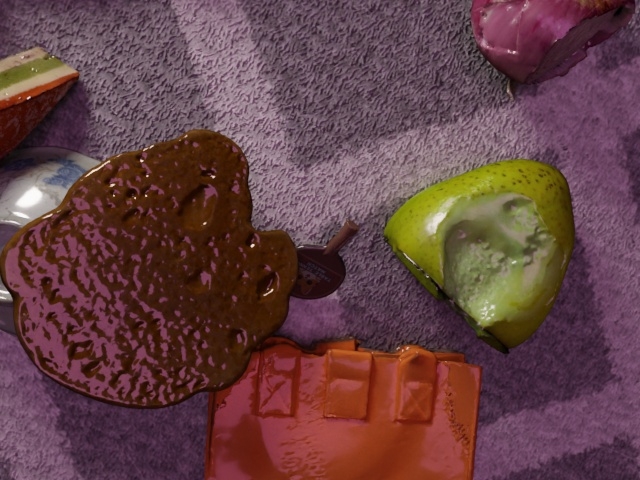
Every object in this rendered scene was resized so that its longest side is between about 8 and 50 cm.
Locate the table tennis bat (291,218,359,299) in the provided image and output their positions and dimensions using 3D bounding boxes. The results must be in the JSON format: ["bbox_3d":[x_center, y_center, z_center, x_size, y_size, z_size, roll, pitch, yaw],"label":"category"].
[{"bbox_3d":[0.000,0.000,0.871,0.107,0.119,0.170,28,124,-22],"label":"table tennis bat"}]

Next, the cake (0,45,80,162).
[{"bbox_3d":[-0.434,-0.191,0.735,0.086,0.117,0.220,35,74,0],"label":"cake"}]

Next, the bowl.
[{"bbox_3d":[-0.411,0.019,0.783,0.313,0.146,0.313,0,96,-3],"label":"bowl"}]

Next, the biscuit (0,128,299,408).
[{"bbox_3d":[-0.204,0.032,0.738,0.359,0.074,0.381,30,74,-18],"label":"biscuit"}]

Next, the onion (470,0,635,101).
[{"bbox_3d":[0.310,-0.328,0.768,0.207,0.200,0.200,-30,98,15],"label":"onion"}]

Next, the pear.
[{"bbox_3d":[0.268,0.005,0.814,0.293,0.159,0.292,0,95,-5],"label":"pear"}]

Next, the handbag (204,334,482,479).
[{"bbox_3d":[0.026,0.300,0.862,0.410,0.116,0.303,4,94,-4],"label":"handbag"}]
